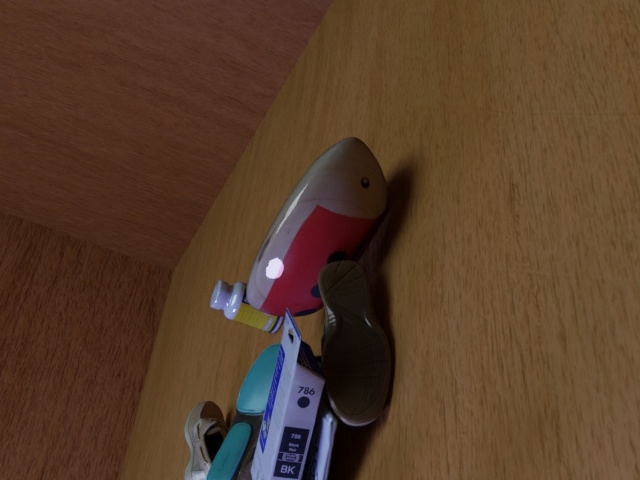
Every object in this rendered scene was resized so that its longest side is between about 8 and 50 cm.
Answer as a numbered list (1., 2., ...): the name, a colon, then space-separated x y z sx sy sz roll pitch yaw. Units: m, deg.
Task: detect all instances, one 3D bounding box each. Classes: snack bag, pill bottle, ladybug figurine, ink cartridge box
1. snack bag: -0.044 0.418 1.456 0.323 0.037 0.342 -134 53 -72
2. pill bottle: -0.189 0.168 2.057 0.103 0.184 0.103 -57 21 36
3. ladybug figurine: 0.000 0.000 1.625 0.305 0.162 0.449 -37 -19 -56
4. ink cartridge box: -0.055 0.299 1.382 0.165 0.065 0.332 -125 46 -73

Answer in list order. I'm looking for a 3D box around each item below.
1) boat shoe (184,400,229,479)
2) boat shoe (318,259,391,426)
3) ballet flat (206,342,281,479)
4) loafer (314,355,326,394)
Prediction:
1. boat shoe: -0.278 0.526 2.049 0.110 0.122 0.341 -49 24 17
2. boat shoe: 0.057 0.198 1.435 0.123 0.123 0.342 85 176 -48
3. ballet flat: -0.122 0.385 1.630 0.116 0.124 0.342 -4 52 38
4. loafer: -0.009 0.265 1.627 0.061 0.062 0.170 -46 22 0
